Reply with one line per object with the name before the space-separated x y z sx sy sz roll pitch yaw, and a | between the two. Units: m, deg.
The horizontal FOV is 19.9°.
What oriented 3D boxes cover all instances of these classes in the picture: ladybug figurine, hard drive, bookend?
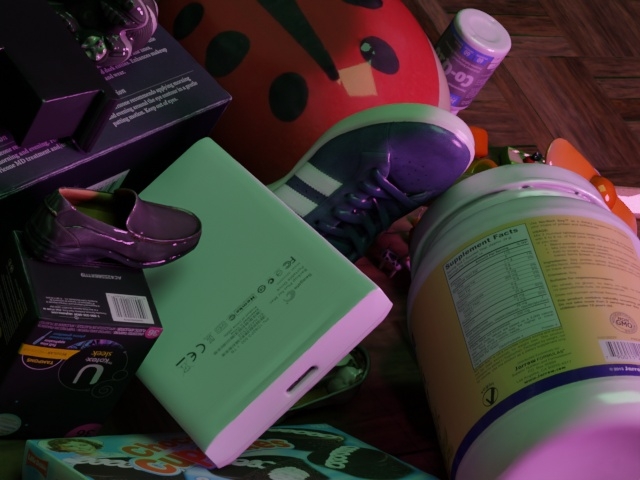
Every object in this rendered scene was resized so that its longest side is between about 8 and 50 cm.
ladybug figurine | -0.033 -0.194 1.935 0.305 0.162 0.449 -27 46 -15
hard drive | -0.096 0.046 1.643 0.307 0.203 0.040 41 -8 47
bookend | -0.285 -0.142 1.577 0.156 0.072 0.157 -19 64 -45

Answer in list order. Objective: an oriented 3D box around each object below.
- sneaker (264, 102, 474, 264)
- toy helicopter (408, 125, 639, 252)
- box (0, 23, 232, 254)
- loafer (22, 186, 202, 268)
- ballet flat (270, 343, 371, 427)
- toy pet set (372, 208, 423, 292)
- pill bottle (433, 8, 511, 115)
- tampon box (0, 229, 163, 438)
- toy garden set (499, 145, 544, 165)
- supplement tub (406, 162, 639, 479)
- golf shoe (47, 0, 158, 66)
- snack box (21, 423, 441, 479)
sneaker | 0.000 0.000 1.731 0.131 0.350 0.148 37 38 -32
toy helicopter | 0.276 -0.048 1.944 0.355 0.235 0.140 3 86 -24
box | -0.323 -0.141 1.751 0.312 0.179 0.343 47 39 12
loafer | -0.168 -0.015 1.567 0.170 0.061 0.062 -3 48 -41
ballet flat | -0.036 0.136 1.766 0.213 0.068 0.072 -12 58 -44
toy pet set | 0.098 -0.018 2.031 0.114 0.065 0.122 37 37 2
pill bottle | 0.165 -0.208 2.221 0.078 0.137 0.078 21 39 -18
tampon box | -0.231 0.086 1.593 0.120 0.161 0.101 6 44 -32
toy garden set | 0.246 -0.034 2.171 0.203 0.049 0.244 17 42 -23
supplement tub | 0.211 0.111 1.681 0.241 0.241 0.331 15 37 -24
golf shoe | -0.271 -0.266 1.716 0.273 0.105 0.120 40 20 -1
snack box | -0.074 0.217 1.582 0.322 0.060 0.187 1 11 -36
